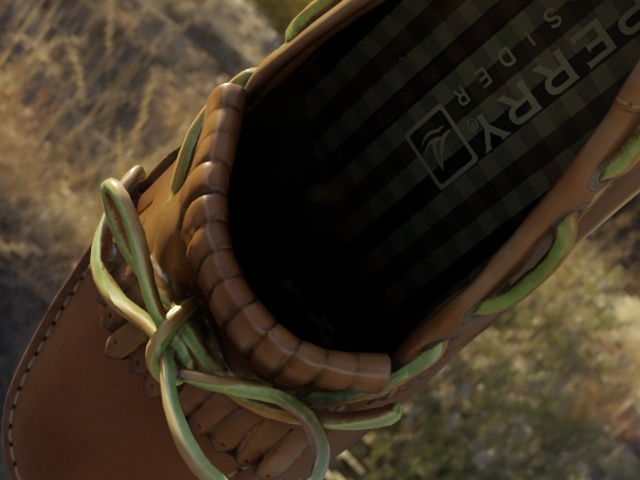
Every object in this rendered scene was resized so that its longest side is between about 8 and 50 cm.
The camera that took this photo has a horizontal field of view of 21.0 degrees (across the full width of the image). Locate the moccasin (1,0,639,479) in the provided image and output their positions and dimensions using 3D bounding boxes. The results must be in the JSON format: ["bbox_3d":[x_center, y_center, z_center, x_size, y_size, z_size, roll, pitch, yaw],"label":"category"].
[{"bbox_3d":[0.002,0.003,0.577,0.147,0.380,0.139,-22,81,-52],"label":"moccasin"}]
